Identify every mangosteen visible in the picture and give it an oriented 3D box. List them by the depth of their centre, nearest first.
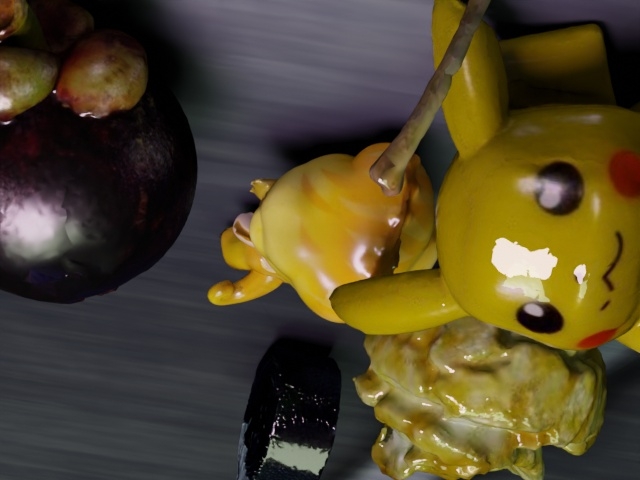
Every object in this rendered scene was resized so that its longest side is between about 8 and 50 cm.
[{"bbox_3d":[-0.180,-0.069,0.777,0.194,0.194,0.230,-1,124,14],"label":"mangosteen"}]

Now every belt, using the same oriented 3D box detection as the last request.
[{"bbox_3d":[-0.035,0.192,1.231,0.078,0.151,0.198,12,153,-11],"label":"belt"}]

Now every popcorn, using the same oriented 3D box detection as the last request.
[{"bbox_3d":[0.142,0.120,1.035,0.221,0.184,0.204,14,167,-39],"label":"popcorn"}]

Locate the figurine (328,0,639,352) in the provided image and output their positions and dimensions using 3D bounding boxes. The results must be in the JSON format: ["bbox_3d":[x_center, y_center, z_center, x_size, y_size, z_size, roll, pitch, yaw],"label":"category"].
[{"bbox_3d":[0.188,-0.024,0.740,0.326,0.169,0.218,2,110,-15],"label":"figurine"}]

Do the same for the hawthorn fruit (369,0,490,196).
[{"bbox_3d":[0.073,-0.150,0.441,0.165,0.285,0.165,12,146,9],"label":"hawthorn fruit"}]

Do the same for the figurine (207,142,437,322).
[{"bbox_3d":[0.000,0.000,0.917,0.156,0.131,0.246,17,164,-23],"label":"figurine"}]
